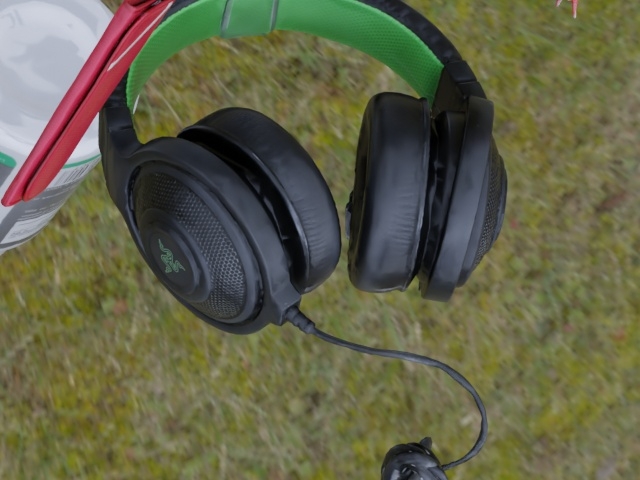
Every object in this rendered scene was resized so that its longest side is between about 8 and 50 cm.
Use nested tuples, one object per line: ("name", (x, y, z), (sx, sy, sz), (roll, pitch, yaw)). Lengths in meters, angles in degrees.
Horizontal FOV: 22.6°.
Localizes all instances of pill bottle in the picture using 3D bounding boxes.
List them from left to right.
("pill bottle", (-0.341, -0.108, 1.670), (0.204, 0.361, 0.204), (12, 64, -25))

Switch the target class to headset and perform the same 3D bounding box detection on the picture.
("headset", (0.000, 0.000, 0.995), (0.243, 0.394, 0.185), (-9, 143, -16))

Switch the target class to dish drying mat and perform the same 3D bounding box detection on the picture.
("dish drying mat", (-0.072, -0.044, 0.501), (0.008, 0.032, 0.083), (39, 118, 3))

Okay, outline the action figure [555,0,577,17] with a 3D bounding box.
("action figure", (0.143, -0.279, 1.336), (0.091, 0.280, 0.139), (-23, 138, -51))
